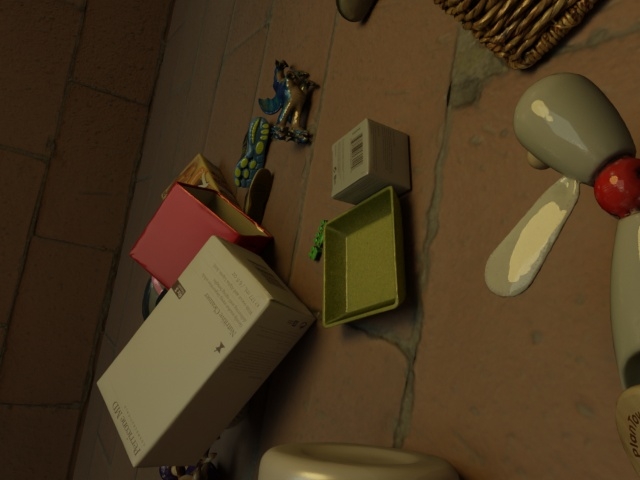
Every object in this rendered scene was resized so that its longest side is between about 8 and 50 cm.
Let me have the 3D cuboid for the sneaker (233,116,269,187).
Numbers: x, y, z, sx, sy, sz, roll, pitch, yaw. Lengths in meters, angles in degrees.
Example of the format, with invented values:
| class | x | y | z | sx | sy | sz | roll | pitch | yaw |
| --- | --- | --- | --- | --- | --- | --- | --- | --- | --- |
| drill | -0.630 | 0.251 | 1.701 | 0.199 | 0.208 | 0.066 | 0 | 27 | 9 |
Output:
| class | x | y | z | sx | sy | sz | roll | pitch | yaw |
| --- | --- | --- | --- | --- | --- | --- | --- | --- | --- |
| sneaker | -0.172 | -0.223 | 1.318 | 0.078 | 0.067 | 0.188 | -112 | 39 | -75 |

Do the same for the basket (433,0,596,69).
| class | x | y | z | sx | sy | sz | roll | pitch | yaw |
| --- | --- | --- | --- | --- | --- | --- | --- | --- | --- |
| basket | 0.267 | -0.398 | 0.611 | 0.299 | 0.223 | 0.213 | -50 | 7 | 38 |

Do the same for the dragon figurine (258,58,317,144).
| class | x | y | z | sx | sy | sz | roll | pitch | yaw |
| --- | --- | --- | --- | --- | --- | --- | --- | --- | --- |
| dragon figurine | -0.086 | -0.323 | 1.176 | 0.143 | 0.085 | 0.289 | -61 | 35 | 24 |

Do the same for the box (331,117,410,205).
| class | x | y | z | sx | sy | sz | roll | pitch | yaw |
| --- | --- | --- | --- | --- | --- | --- | --- | --- | --- |
| box | 0.078 | -0.118 | 0.819 | 0.102 | 0.087 | 0.101 | -29 | 54 | 53 |

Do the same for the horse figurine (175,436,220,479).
| class | x | y | z | sx | sy | sz | roll | pitch | yaw |
| --- | --- | --- | --- | --- | --- | --- | --- | --- | --- |
| horse figurine | -0.228 | 0.514 | 1.035 | 0.263 | 0.066 | 0.174 | 44 | 105 | 32 |

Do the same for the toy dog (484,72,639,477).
| class | x | y | z | sx | sy | sz | roll | pitch | yaw |
| --- | --- | --- | --- | --- | --- | --- | --- | --- | --- |
| toy dog | 0.251 | 0.037 | 0.406 | 0.161 | 0.221 | 0.333 | 92 | -178 | -61 |

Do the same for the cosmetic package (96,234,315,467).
| class | x | y | z | sx | sy | sz | roll | pitch | yaw |
| --- | --- | --- | --- | --- | --- | --- | --- | --- | --- |
| cosmetic package | -0.221 | 0.211 | 0.971 | 0.385 | 0.156 | 0.217 | -51 | 53 | 4 |

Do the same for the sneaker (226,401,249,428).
| class | x | y | z | sx | sy | sz | roll | pitch | yaw |
| --- | --- | --- | --- | --- | --- | --- | --- | --- | --- |
| sneaker | -0.254 | 0.275 | 1.153 | 0.127 | 0.126 | 0.320 | -40 | 54 | 30 |

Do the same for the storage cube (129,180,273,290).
| class | x | y | z | sx | sy | sz | roll | pitch | yaw |
| --- | --- | --- | --- | --- | --- | --- | --- | --- | --- |
| storage cube | -0.257 | 0.009 | 1.128 | 0.215 | 0.184 | 0.193 | 38 | 99 | 13 |

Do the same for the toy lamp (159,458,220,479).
| class | x | y | z | sx | sy | sz | roll | pitch | yaw |
| --- | --- | --- | --- | --- | --- | --- | --- | --- | --- |
| toy lamp | -0.309 | 0.554 | 1.218 | 0.275 | 0.080 | 0.080 | -29 | 54 | 55 |

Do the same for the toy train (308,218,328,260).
| class | x | y | z | sx | sy | sz | roll | pitch | yaw |
| --- | --- | --- | --- | --- | --- | --- | --- | --- | --- |
| toy train | 0.000 | 0.000 | 0.975 | 0.024 | 0.017 | 0.083 | 36 | 110 | 47 |

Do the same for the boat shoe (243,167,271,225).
| class | x | y | z | sx | sy | sz | roll | pitch | yaw |
| --- | --- | --- | --- | --- | --- | --- | --- | --- | --- |
| boat shoe | -0.160 | -0.103 | 1.244 | 0.049 | 0.056 | 0.152 | 26 | 102 | 54 |

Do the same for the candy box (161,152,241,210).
| class | x | y | z | sx | sy | sz | roll | pitch | yaw |
| --- | --- | --- | --- | --- | --- | --- | --- | --- | --- |
| candy box | -0.351 | -0.109 | 1.480 | 0.183 | 0.088 | 0.316 | -46 | 36 | 7 |

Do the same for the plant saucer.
| class | x | y | z | sx | sy | sz | roll | pitch | yaw |
| --- | --- | --- | --- | --- | --- | --- | --- | --- | --- |
| plant saucer | 0.073 | 0.035 | 0.811 | 0.188 | 0.045 | 0.188 | -29 | 54 | 52 |

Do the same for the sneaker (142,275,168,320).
| class | x | y | z | sx | sy | sz | roll | pitch | yaw |
| --- | --- | --- | --- | --- | --- | --- | --- | --- | --- |
| sneaker | -0.358 | 0.101 | 1.298 | 0.131 | 0.112 | 0.318 | 36 | 105 | 54 |

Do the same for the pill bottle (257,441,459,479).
| class | x | y | z | sx | sy | sz | roll | pitch | yaw |
| --- | --- | --- | --- | --- | --- | --- | --- | --- | --- |
| pill bottle | 0.031 | 0.440 | 0.540 | 0.229 | 0.229 | 0.406 | -20 | 62 | 55 |

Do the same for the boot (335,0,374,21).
| class | x | y | z | sx | sy | sz | roll | pitch | yaw |
| --- | --- | --- | --- | --- | --- | --- | --- | --- | --- |
| boot | 0.122 | -0.495 | 0.909 | 0.246 | 0.084 | 0.161 | -62 | 39 | 26 |
